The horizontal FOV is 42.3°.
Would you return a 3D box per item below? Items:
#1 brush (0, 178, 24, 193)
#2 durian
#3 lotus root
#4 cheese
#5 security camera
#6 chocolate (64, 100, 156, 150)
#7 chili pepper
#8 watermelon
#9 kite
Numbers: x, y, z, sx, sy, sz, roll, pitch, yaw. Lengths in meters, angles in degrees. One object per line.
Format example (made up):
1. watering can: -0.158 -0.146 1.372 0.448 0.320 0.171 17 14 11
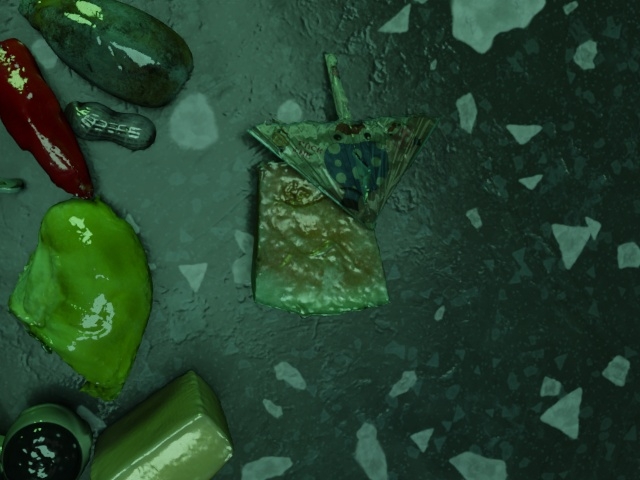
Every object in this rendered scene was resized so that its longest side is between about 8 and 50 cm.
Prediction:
1. brush: -0.682 -0.089 1.466 0.296 0.068 0.060 4 114 -13
2. durian: -0.414 0.094 1.460 0.255 0.204 0.340 23 89 0
3. lotus root: -0.382 -0.351 1.459 0.322 0.140 0.158 26 90 -10
4. cheese: -0.283 0.368 1.473 0.242 0.265 0.124 -32 102 -7
5. security camera: -0.540 0.386 1.465 0.277 0.191 0.197 -15 96 -10
6. chocolate: -0.382 -0.209 1.505 0.166 0.072 0.072 12 92 -14
7. chili pepper: -0.507 -0.236 1.442 0.110 0.110 0.388 -33 87 -7
8. watermelon: -0.002 0.010 1.572 0.264 0.151 0.302 0 75 -10
9. kite: 0.057 -0.190 1.560 0.405 0.014 0.369 -6 75 -21
